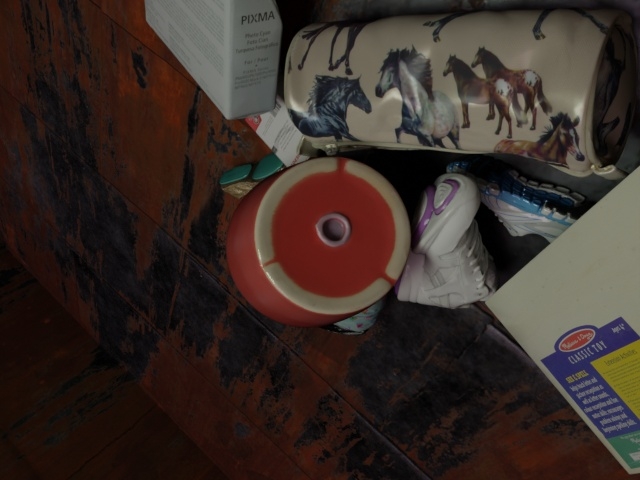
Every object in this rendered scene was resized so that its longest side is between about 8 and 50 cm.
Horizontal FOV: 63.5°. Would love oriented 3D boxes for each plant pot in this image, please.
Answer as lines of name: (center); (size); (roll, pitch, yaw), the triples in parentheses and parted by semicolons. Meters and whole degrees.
plant pot: (0.000, 0.000, 0.739); (0.275, 0.275, 0.243); (53, 171, -1)

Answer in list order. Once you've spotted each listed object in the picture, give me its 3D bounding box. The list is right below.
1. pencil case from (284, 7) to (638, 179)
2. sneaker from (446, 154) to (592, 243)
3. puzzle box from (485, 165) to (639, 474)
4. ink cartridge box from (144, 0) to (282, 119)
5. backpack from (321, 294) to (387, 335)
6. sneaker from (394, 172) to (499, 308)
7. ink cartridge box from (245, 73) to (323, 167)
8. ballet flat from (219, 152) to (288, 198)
pencil case: (0.150, -0.174, 0.620); (0.411, 0.160, 0.183); (14, 108, 36)
sneaker: (0.251, -0.048, 0.695); (0.191, 0.071, 0.082); (31, 141, 22)
puzzle box: (0.362, 0.073, 0.518); (0.272, 0.052, 0.409); (53, 152, 18)
ink cartridge box: (-0.157, -0.410, 0.705); (0.308, 0.091, 0.385); (52, 148, 28)
backpack: (0.030, 0.092, 0.946); (0.182, 0.152, 0.115); (23, 142, 13)
sneaker: (0.196, 0.011, 0.735); (0.152, 0.114, 0.305); (16, 154, 9)
ink cartridge box: (-0.050, -0.194, 0.872); (0.135, 0.056, 0.099); (49, 140, 4)
ballet flat: (-0.110, -0.119, 0.989); (0.206, 0.073, 0.067); (-4, 143, 47)
